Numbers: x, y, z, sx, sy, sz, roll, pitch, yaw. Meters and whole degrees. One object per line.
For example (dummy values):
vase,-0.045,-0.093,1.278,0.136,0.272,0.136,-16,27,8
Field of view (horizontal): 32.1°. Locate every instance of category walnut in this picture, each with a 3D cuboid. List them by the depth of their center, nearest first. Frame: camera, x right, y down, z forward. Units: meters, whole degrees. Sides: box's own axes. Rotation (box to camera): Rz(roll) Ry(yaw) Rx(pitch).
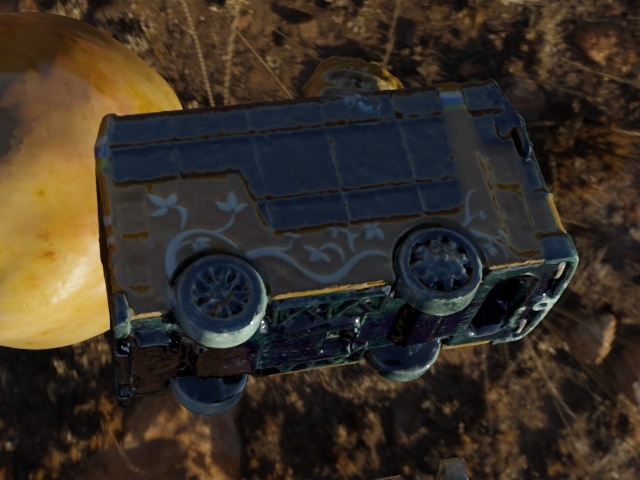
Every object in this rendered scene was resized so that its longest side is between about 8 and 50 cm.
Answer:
walnut,0.029,-0.122,0.995,0.096,0.082,0.079,17,59,3

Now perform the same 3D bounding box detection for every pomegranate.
pomegranate,-0.338,-0.069,1.272,0.412,0.411,0.411,-4,106,-13

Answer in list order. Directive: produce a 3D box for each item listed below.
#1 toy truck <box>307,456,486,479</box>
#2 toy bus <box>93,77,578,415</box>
toy truck,0.058,0.293,0.859,0.173,0.387,0.206,-9,84,3
toy bus,0.000,0.000,0.818,0.324,0.162,0.194,-8,62,-13
